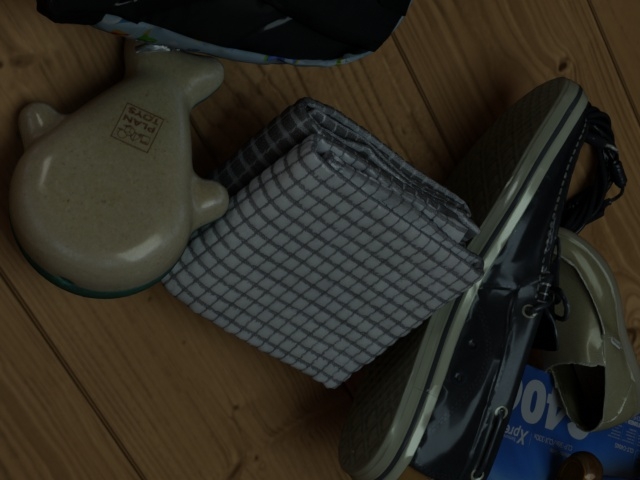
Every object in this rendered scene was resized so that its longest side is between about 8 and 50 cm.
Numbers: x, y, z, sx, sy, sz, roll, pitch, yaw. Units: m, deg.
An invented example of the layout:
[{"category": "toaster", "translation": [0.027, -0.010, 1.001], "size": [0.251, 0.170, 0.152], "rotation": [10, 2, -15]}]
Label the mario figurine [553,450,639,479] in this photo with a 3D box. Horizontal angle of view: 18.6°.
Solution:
[{"category": "mario figurine", "translation": [0.430, 0.300, 2.306], "size": [0.320, 0.170, 0.198], "rotation": [4, 87, -39]}]

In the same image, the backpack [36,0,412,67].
[{"category": "backpack", "translation": [-0.073, -0.300, 1.823], "size": [0.355, 0.273, 0.290], "rotation": [13, 94, -17]}]

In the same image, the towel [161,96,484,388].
[{"category": "towel", "translation": [0.000, 0.000, 1.976], "size": [0.235, 0.121, 0.283], "rotation": [-39, 133, 23]}]

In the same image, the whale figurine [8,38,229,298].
[{"category": "whale figurine", "translation": [-0.190, -0.069, 1.872], "size": [0.216, 0.141, 0.272], "rotation": [23, 65, -3]}]

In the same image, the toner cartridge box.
[{"category": "toner cartridge box", "translation": [0.255, 0.240, 2.311], "size": [0.347, 0.075, 0.165], "rotation": [20, 79, -39]}]

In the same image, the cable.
[{"category": "cable", "translation": [0.281, -0.077, 2.269], "size": [0.184, 0.047, 0.151], "rotation": [-23, 118, -29]}]

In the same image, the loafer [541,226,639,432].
[{"category": "loafer", "translation": [0.295, 0.107, 2.235], "size": [0.092, 0.102, 0.269], "rotation": [-43, 113, -43]}]

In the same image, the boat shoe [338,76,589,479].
[{"category": "boat shoe", "translation": [0.185, 0.059, 2.116], "size": [0.156, 0.187, 0.500], "rotation": [28, 77, -19]}]
